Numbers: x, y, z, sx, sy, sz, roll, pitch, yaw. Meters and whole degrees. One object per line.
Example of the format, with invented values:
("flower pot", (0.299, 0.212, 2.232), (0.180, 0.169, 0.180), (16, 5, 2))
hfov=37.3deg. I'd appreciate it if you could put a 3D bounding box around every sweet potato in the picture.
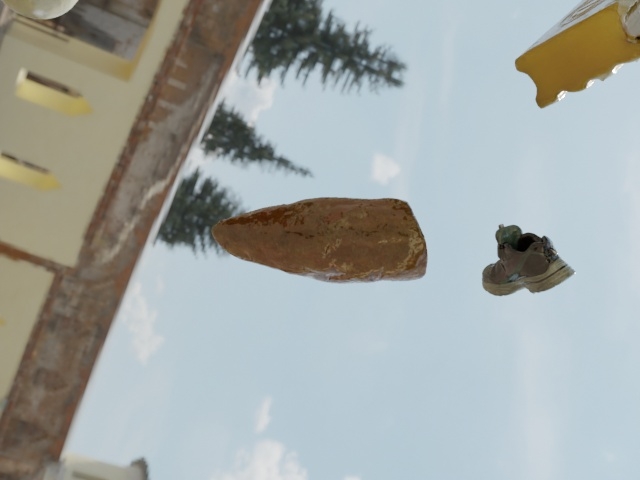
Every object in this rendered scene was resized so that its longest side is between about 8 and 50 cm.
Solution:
("sweet potato", (0.000, 0.000, 1.029), (0.097, 0.251, 0.097), (2, 90, -68))

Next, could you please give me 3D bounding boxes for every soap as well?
("soap", (0.461, -0.341, 1.491), (0.204, 0.096, 0.324), (-24, -167, 44))

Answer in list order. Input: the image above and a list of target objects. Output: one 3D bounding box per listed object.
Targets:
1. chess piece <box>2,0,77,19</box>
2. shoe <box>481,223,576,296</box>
("chess piece", (-0.337, -0.405, 1.187), (0.300, 0.167, 0.167), (124, -22, -51))
("shoe", (0.277, 0.021, 1.328), (0.071, 0.099, 0.169), (-29, -171, -26))
